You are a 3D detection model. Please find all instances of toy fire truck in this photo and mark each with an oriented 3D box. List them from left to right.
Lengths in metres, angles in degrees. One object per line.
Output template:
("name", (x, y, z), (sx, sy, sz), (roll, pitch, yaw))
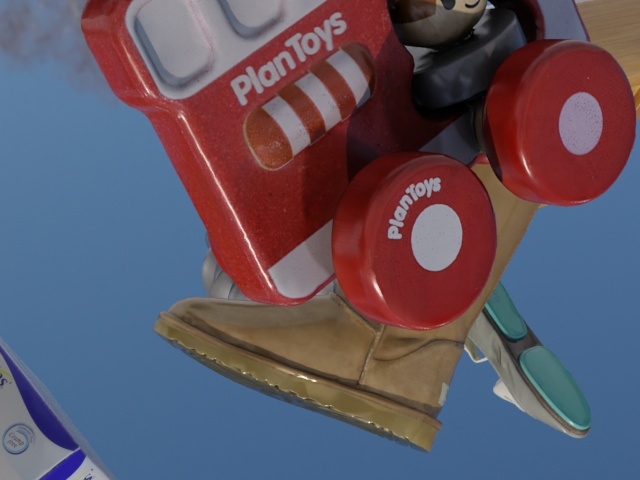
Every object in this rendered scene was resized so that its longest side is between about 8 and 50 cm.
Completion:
("toy fire truck", (0.031, -0.107, 0.984), (0.302, 0.254, 0.169), (-39, -152, -25))

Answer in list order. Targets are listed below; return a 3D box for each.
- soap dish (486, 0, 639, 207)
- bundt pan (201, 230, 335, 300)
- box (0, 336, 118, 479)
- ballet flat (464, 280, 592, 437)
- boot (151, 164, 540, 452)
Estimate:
("soap dish", (0.186, -0.118, 1.589), (0.291, 0.229, 0.118), (-17, -121, -38))
("bundt pan", (0.000, 0.000, 1.900), (0.331, 0.124, 0.331), (-21, -135, 22))
("box", (-0.189, 0.136, 1.063), (0.072, 0.137, 0.126), (-39, -120, -9))
("ballet flat", (0.185, 0.114, 1.628), (0.072, 0.213, 0.068), (-11, 151, -48))
("boot", (0.030, -0.003, 1.251), (0.236, 0.089, 0.269), (21, -102, 1))
